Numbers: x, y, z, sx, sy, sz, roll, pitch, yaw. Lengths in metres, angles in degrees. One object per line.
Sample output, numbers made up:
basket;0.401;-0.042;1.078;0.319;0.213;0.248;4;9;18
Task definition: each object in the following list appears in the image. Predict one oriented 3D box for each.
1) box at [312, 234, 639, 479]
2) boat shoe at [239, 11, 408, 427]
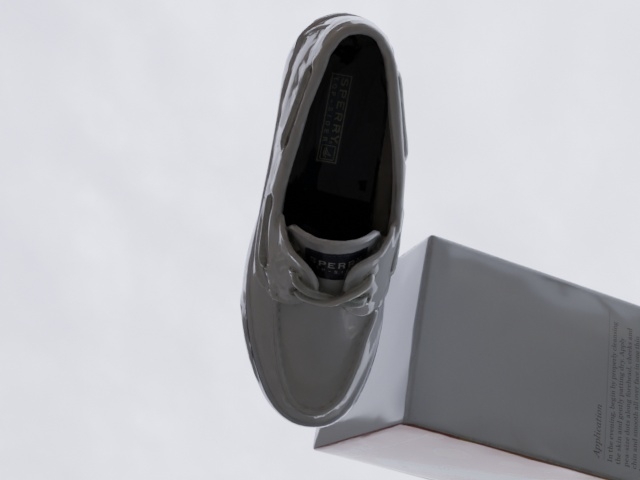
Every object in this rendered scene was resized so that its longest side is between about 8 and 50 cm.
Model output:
box;0.199;0.151;0.748;0.346;0.168;0.215;18;-25;-14
boat shoe;0.000;0.000;0.452;0.095;0.084;0.258;0;-76;-5
